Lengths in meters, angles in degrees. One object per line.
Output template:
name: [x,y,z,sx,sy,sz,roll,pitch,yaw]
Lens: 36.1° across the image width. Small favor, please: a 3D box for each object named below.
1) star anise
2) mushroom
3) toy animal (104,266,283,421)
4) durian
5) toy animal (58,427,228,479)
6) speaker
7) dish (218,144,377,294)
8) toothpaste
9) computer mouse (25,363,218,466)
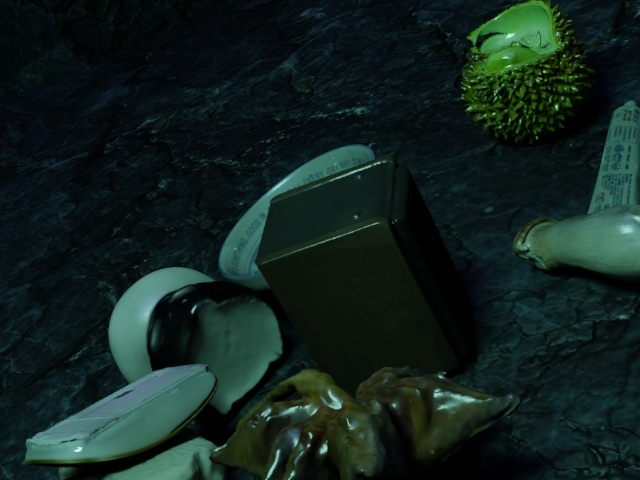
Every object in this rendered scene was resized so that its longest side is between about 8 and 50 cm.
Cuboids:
star anise: [0.030,0.186,1.007,0.292,0.109,0.349,-6,-1,-9]
mushroom: [0.330,0.006,1.146,0.225,0.093,0.116,-14,12,43]
toy animal: [-0.181,0.127,1.330,0.235,0.165,0.187,6,42,50]
durian: [0.307,-0.248,1.482,0.200,0.177,0.237,-15,35,6]
toy animal: [-0.207,0.316,1.092,0.307,0.188,0.266,-15,8,47]
speaker: [0.054,0.050,1.164,0.192,0.231,0.153,-20,29,18]
dish: [0.000,0.000,1.399,0.273,0.134,0.273,-33,22,15]
toothpaste: [0.398,-0.103,1.296,0.069,0.047,0.268,6,43,20]
computer mouse: [-0.214,0.201,1.092,0.125,0.056,0.245,-10,10,32]
